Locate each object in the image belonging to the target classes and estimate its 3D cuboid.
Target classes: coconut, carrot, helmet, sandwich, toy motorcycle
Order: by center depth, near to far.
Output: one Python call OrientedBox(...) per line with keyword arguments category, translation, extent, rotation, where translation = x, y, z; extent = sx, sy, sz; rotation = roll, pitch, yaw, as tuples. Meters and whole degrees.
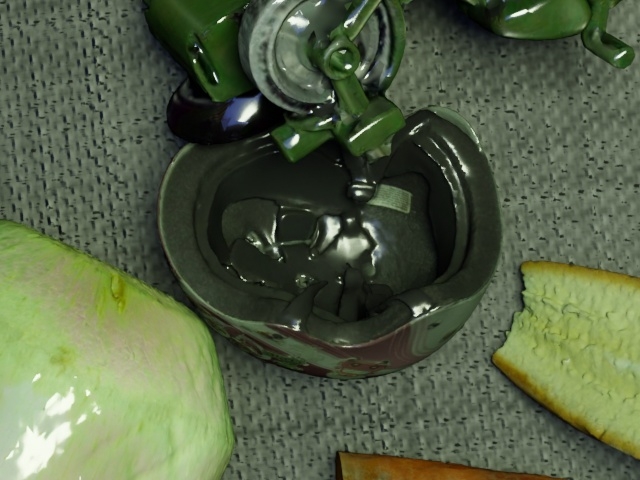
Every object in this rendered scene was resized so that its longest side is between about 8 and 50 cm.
OrientedBox(category="coconut", translation=(-0.160, 0.116, 0.857), extent=(0.236, 0.204, 0.236), rotation=(-15, 115, -35))
OrientedBox(category="toy motorcycle", translation=(0.035, -0.143, 0.858), extent=(0.275, 0.205, 0.127), rotation=(-32, 126, -9))
OrientedBox(category="helmet", translation=(0.007, 0.009, 0.880), extent=(0.177, 0.107, 0.153), rotation=(3, 55, 6))
OrientedBox(category="sandwich", translation=(0.220, 0.088, 0.883), extent=(0.258, 0.096, 0.094), rotation=(20, 88, 1))
OrientedBox(category="carrot", translation=(0.119, 0.152, 0.916), extent=(0.224, 0.057, 0.057), rotation=(4, 92, -1))
